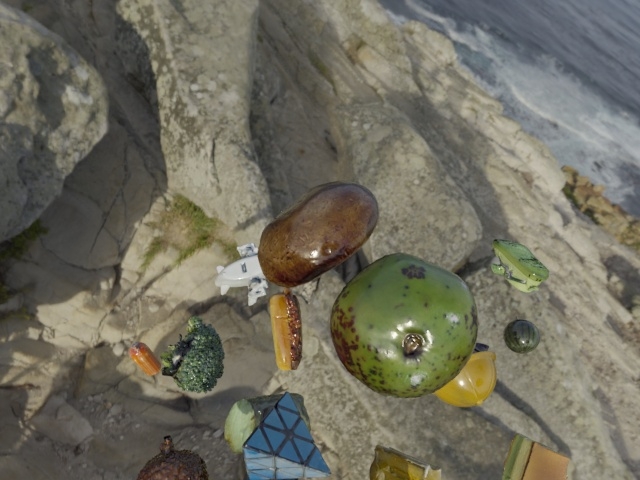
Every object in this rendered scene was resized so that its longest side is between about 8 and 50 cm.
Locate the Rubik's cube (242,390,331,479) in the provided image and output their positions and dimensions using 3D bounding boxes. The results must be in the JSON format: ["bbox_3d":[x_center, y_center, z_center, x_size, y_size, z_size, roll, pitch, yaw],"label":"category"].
[{"bbox_3d":[-0.128,0.464,0.944,0.211,0.190,0.178,48,7,38],"label":"Rubik's cube"}]

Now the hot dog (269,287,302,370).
[{"bbox_3d":[-0.096,0.257,1.303,0.102,0.076,0.249,7,70,-38],"label":"hot dog"}]

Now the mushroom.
[{"bbox_3d":[-0.016,-0.018,1.142,0.239,0.345,0.345,32,48,-3],"label":"mushroom"}]

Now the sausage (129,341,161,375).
[{"bbox_3d":[-0.669,0.443,1.666,0.071,0.234,0.071,1,56,-1],"label":"sausage"}]

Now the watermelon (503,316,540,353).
[{"bbox_3d":[0.629,0.291,1.379,0.105,0.105,0.133,26,42,-8],"label":"watermelon"}]

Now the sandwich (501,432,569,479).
[{"bbox_3d":[0.731,0.805,1.493,0.186,0.108,0.220,28,79,-8],"label":"sandwich"}]

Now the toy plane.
[{"bbox_3d":[-0.276,0.123,1.633,0.244,0.117,0.245,-4,62,7],"label":"toy plane"}]

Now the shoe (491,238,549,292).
[{"bbox_3d":[0.710,0.084,1.607,0.140,0.128,0.262,19,21,-27],"label":"shoe"}]

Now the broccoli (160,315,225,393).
[{"bbox_3d":[-0.474,0.407,1.544,0.247,0.243,0.263,-5,82,-55],"label":"broccoli"}]

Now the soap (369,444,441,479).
[{"bbox_3d":[0.312,0.930,1.640,0.143,0.281,0.259,13,78,-30],"label":"soap"}]

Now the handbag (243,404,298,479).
[{"bbox_3d":[-0.131,0.639,1.243,0.192,0.075,0.332,53,25,-24],"label":"handbag"}]

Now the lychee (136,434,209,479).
[{"bbox_3d":[-0.382,0.628,1.133,0.200,0.200,0.238,-1,76,-28],"label":"lychee"}]

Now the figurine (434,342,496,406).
[{"bbox_3d":[0.357,0.320,1.159,0.167,0.192,0.257,39,16,-16],"label":"figurine"}]

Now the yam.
[{"bbox_3d":[-0.181,0.658,1.603,0.300,0.195,0.195,13,49,-42],"label":"yam"}]

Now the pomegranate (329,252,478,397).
[{"bbox_3d":[0.118,0.124,0.679,0.214,0.248,0.214,0,90,-3],"label":"pomegranate"}]
